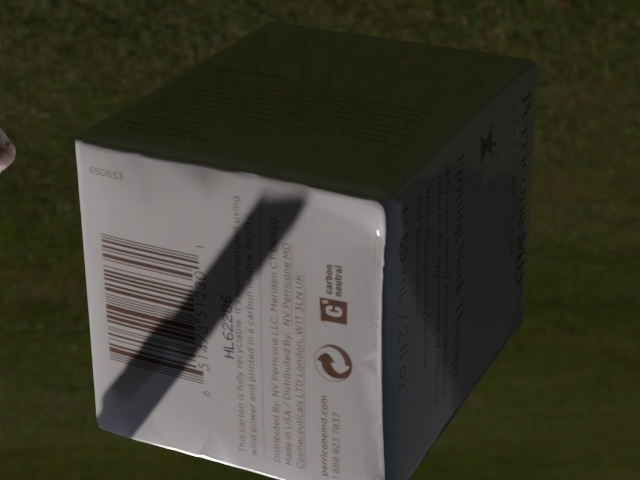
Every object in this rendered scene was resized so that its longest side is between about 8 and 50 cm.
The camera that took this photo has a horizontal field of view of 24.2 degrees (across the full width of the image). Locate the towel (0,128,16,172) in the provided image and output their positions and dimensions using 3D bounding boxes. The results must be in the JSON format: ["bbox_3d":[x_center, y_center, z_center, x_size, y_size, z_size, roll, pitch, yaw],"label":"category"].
[{"bbox_3d":[-0.518,-0.146,1.623,0.332,0.317,0.053,-26,-164,44],"label":"towel"}]

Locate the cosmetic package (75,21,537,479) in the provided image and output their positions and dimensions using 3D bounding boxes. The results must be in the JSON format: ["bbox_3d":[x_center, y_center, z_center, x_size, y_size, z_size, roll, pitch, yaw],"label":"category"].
[{"bbox_3d":[0.000,0.000,1.519,0.327,0.329,0.393,11,-151,24],"label":"cosmetic package"}]
